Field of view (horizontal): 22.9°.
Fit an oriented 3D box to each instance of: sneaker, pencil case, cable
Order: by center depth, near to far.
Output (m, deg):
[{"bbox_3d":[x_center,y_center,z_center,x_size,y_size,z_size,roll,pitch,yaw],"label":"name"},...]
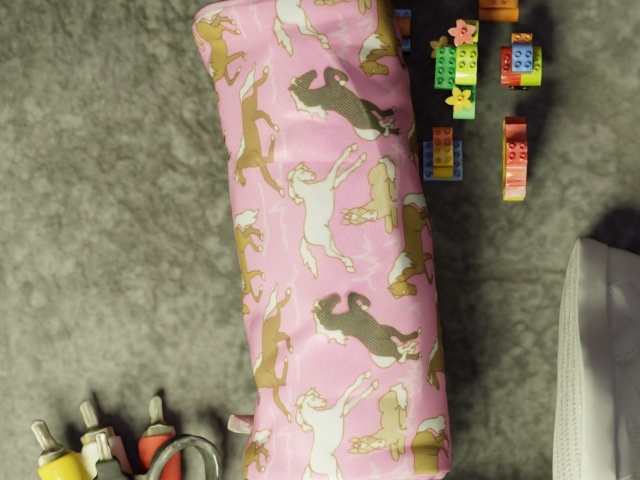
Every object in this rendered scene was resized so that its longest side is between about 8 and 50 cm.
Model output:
[{"bbox_3d":[0.254,0.117,1.119,0.169,0.108,0.292,12,44,1],"label":"sneaker"},{"bbox_3d":[0.000,0.000,1.180,0.167,0.160,0.386,-5,87,4],"label":"pencil case"},{"bbox_3d":[-0.132,0.261,1.226,0.139,0.072,0.287,-11,90,-11],"label":"cable"}]

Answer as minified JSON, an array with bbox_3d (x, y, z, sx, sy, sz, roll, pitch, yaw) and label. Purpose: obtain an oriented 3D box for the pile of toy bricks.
[{"bbox_3d":[0.111,-0.139,1.208,0.118,0.105,0.212,0,86,4],"label":"pile of toy bricks"}]
